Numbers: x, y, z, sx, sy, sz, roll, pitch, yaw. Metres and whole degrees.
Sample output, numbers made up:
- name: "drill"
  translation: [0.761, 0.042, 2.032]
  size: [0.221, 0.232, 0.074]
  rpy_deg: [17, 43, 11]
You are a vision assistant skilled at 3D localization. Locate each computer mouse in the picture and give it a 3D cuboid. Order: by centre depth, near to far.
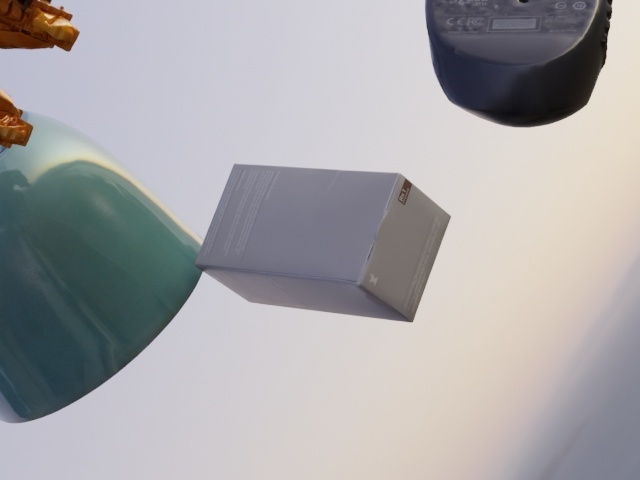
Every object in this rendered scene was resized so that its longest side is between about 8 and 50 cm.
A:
- name: "computer mouse"
  translation: [0.089, -0.121, 0.723]
  size: [0.242, 0.071, 0.041]
  rpy_deg: [-72, -21, -46]

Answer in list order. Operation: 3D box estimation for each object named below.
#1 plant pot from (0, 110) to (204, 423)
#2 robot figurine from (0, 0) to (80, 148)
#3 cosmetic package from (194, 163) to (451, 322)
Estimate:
- name: "plant pot"
  translation: [-0.305, 0.006, 1.888]
  size: [0.293, 0.235, 0.293]
  rpy_deg: [-31, 23, 15]
- name: "robot figurine"
  translation: [-0.350, -0.180, 1.551]
  size: [0.291, 0.085, 0.211]
  rpy_deg: [15, -76, -55]
- name: "cosmetic package"
  translation: [0.000, 0.000, 1.803]
  size: [0.107, 0.238, 0.127]
  rpy_deg: [38, -111, -45]
